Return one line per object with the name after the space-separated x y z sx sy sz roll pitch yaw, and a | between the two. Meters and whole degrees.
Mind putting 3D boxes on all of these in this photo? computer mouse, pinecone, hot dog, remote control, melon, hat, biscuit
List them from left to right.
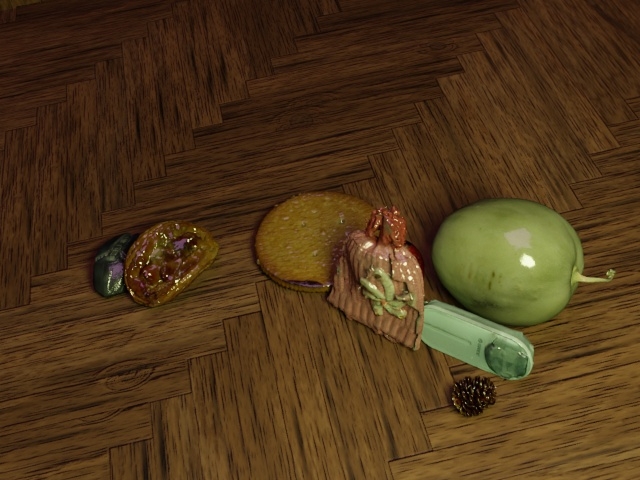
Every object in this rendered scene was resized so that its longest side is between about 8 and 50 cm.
-0.453 0.045 1.972 0.105 0.062 0.192 4 48 12 | computer mouse
-0.328 0.045 1.928 0.160 0.099 0.227 32 63 14 | hot dog
0.000 0.000 1.966 0.305 0.038 0.305 -3 47 3 | biscuit
0.112 0.066 1.714 0.236 0.287 0.107 26 36 29 | hat
0.282 0.282 1.622 0.083 0.077 0.077 -39 37 28 | pinecone
0.295 0.189 1.695 0.247 0.104 0.052 23 41 26 | remote control
0.367 0.041 1.725 0.272 0.272 0.308 -43 24 -29 | melon

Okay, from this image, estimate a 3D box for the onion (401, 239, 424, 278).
0.153 0.057 1.835 0.131 0.131 0.131 -4 46 4 | onion
